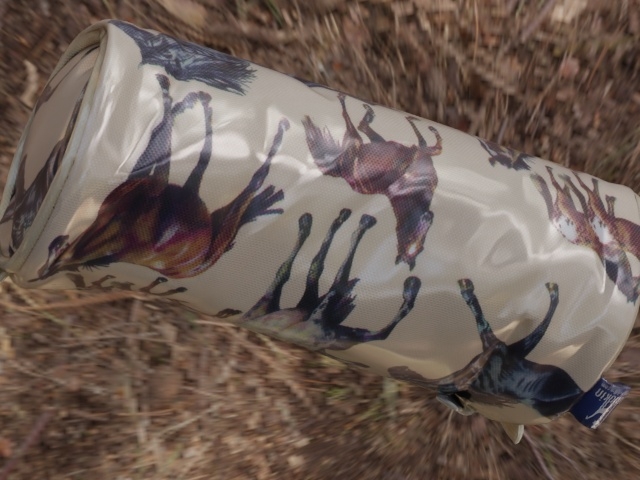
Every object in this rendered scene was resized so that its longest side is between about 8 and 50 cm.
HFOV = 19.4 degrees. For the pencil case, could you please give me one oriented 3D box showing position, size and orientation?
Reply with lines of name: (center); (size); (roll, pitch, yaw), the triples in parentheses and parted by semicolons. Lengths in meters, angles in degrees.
pencil case: (0.000, 0.000, 1.137); (0.410, 0.160, 0.184); (17, 97, -24)
